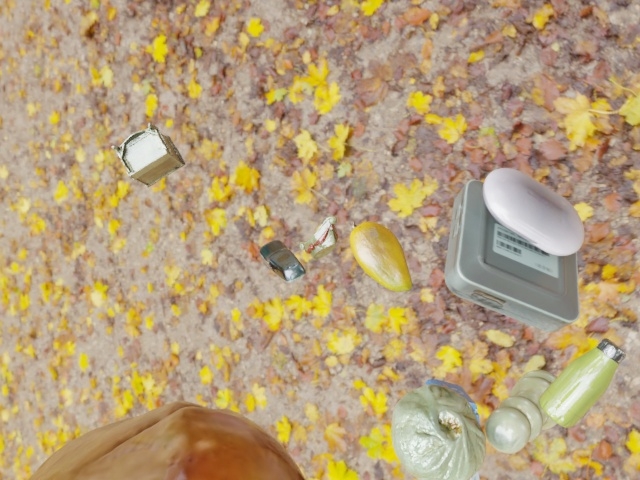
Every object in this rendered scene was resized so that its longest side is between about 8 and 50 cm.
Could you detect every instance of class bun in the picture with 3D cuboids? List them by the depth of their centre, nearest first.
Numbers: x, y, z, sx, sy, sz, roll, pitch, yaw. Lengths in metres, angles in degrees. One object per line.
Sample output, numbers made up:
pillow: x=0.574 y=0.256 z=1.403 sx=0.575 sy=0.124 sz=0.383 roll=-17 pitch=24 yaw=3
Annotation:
bun: x=0.233 y=0.370 z=1.056 sx=0.195 sy=0.195 sz=0.118 roll=45 pitch=145 yaw=27

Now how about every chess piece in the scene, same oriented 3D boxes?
chess piece: x=0.617 y=0.534 z=1.661 sx=0.182 sy=0.330 sz=0.183 roll=13 pitch=109 yaw=43

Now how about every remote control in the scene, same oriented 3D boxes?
remote control: x=-0.097 y=0.050 z=1.376 sx=0.222 sy=0.072 sz=0.042 roll=38 pitch=152 yaw=61
remote control: x=0.606 y=-0.084 z=1.543 sx=0.331 sy=0.221 sz=0.103 roll=32 pitch=140 yaw=-5

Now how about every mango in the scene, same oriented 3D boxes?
mango: x=0.128 y=0.031 z=1.152 sx=0.188 sy=0.101 sz=0.066 roll=57 pitch=162 yaw=16

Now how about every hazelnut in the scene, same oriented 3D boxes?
hazelnut: x=-0.176 y=0.359 z=0.616 sx=0.372 sy=0.372 sz=0.316 roll=-26 pitch=33 yaw=37

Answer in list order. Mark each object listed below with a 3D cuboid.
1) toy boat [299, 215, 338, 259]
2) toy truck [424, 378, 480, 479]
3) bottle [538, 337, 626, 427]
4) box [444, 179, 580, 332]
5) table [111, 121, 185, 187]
toy boat: x=0.000 y=0.001 z=1.498 sx=0.185 sy=0.089 sz=0.071 roll=-41 pitch=64 yaw=49
toy truck: x=0.372 y=0.596 z=1.599 sx=0.146 sy=0.175 sz=0.368 roll=-117 pitch=18 yaw=-75
bottle: x=0.720 y=0.384 z=1.483 sx=0.112 sy=0.112 sz=0.260 roll=43 pitch=105 yaw=28
box: x=0.577 y=0.036 z=1.622 sx=0.111 sy=0.395 sz=0.397 roll=123 pitch=166 yaw=-54
table: x=-0.278 y=-0.138 z=0.878 sx=0.079 sy=0.083 sz=0.062 roll=-32 pitch=83 yaw=0
